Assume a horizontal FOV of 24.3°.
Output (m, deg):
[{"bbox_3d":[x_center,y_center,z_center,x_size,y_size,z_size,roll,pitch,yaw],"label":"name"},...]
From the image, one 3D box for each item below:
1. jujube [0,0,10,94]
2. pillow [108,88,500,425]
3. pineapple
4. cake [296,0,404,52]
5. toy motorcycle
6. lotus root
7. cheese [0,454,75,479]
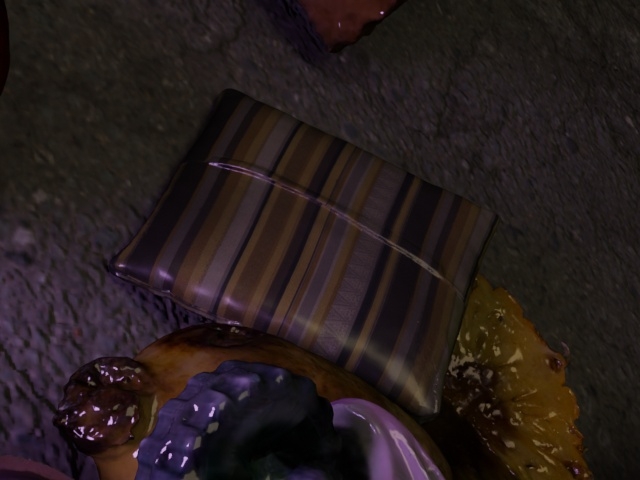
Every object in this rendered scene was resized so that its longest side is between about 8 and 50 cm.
[{"bbox_3d":[-0.253,-0.127,0.693,0.236,0.168,0.168,52,36,-3],"label":"jujube"},{"bbox_3d":[0.000,0.000,0.936,0.212,0.052,0.208,25,42,0],"label":"pillow"},{"bbox_3d":[0.115,0.100,1.014,0.135,0.079,0.233,-21,78,-53],"label":"pineapple"},{"bbox_3d":[0.046,-0.342,1.109,0.290,0.282,0.256,48,30,-7],"label":"cake"},{"bbox_3d":[-0.012,0.203,0.631,0.188,0.143,0.327,-13,108,-57],"label":"toy motorcycle"},{"bbox_3d":[-0.029,0.125,0.784,0.260,0.128,0.145,28,39,-32],"label":"lotus root"},{"bbox_3d":[-0.116,0.216,0.663,0.286,0.074,0.189,61,36,-17],"label":"cheese"}]
